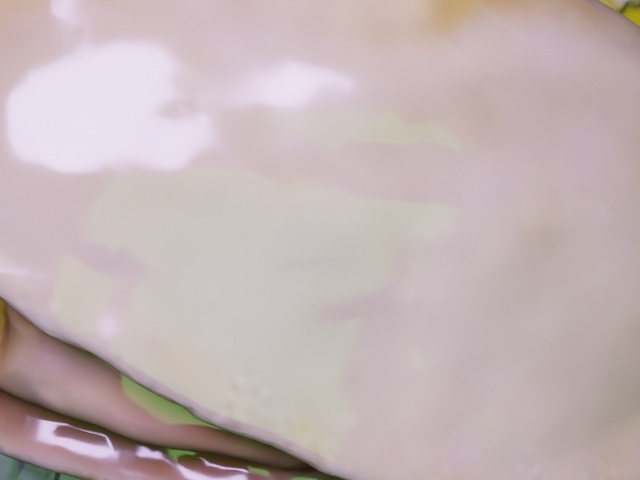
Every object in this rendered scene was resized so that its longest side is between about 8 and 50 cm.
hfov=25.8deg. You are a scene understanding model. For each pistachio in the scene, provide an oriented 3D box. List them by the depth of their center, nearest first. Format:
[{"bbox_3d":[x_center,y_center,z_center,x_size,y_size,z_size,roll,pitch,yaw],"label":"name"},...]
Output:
[{"bbox_3d":[0.000,0.000,0.484,0.309,0.230,0.229,7,95,-17],"label":"pistachio"}]

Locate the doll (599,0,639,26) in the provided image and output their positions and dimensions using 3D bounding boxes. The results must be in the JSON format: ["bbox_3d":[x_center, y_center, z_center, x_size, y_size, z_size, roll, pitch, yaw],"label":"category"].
[{"bbox_3d":[0.160,-0.152,0.573,0.252,0.111,0.237,1,81,-13],"label":"doll"}]
